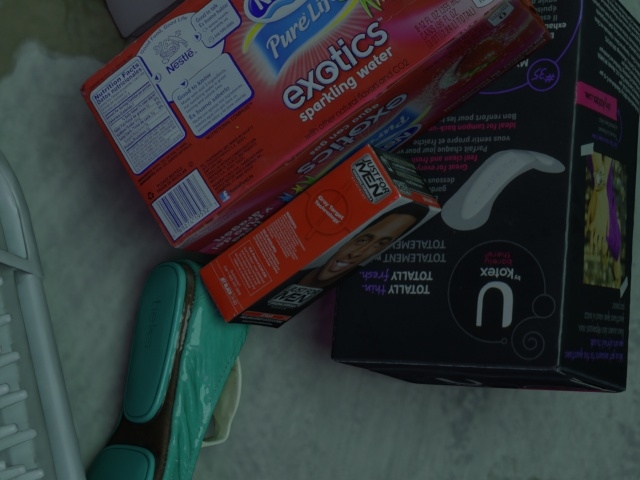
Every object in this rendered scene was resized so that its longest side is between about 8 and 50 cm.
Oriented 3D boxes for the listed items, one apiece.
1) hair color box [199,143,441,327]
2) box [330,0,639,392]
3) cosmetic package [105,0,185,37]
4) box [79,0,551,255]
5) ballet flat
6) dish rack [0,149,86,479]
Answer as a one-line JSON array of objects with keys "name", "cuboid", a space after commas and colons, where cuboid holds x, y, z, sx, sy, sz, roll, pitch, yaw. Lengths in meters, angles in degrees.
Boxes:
[{"name": "hair color box", "cuboid": [0.000, 0.000, 0.915, 0.043, 0.141, 0.072, 60, 20, 19]}, {"name": "box", "cuboid": [0.119, -0.038, 0.985, 0.143, 0.165, 0.270, 23, 70, -59]}, {"name": "cosmetic package", "cuboid": [0.001, -0.322, 1.000, 0.385, 0.156, 0.217, -28, 95, -27]}, {"name": "box", "cuboid": [-0.002, -0.111, 0.898, 0.257, 0.123, 0.128, -36, 75, 14]}, {"name": "ballet flat", "cuboid": [-0.097, 0.136, 0.931, 0.087, 0.083, 0.247, 25, 74, -35]}, {"name": "dish rack", "cuboid": [-0.224, 0.070, 0.774, 0.072, 0.285, 0.332, -20, 72, 9]}]
